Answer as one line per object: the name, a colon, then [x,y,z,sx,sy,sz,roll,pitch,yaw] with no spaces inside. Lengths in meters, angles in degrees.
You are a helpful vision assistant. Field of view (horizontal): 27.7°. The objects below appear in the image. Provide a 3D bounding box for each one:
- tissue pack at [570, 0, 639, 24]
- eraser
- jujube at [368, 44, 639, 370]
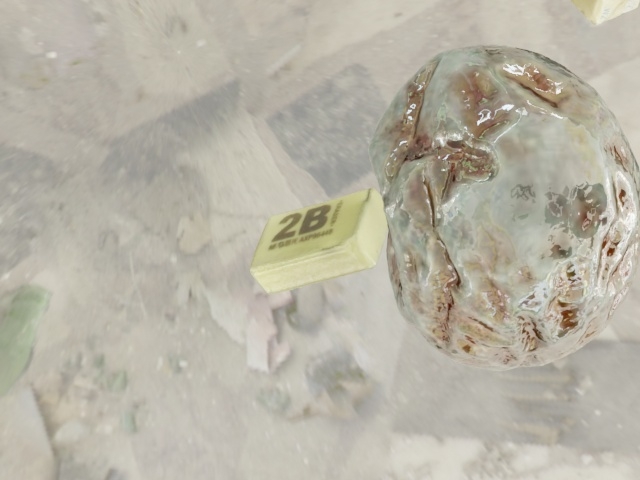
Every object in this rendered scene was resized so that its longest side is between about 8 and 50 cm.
tissue pack: [0.364,-0.399,1.669,0.092,0.196,0.148,-25,62,-25]
eraser: [0.000,0.000,1.699,0.172,0.117,0.058,-15,126,31]
jujube: [0.156,-0.025,1.079,0.215,0.308,0.246,-10,73,5]
